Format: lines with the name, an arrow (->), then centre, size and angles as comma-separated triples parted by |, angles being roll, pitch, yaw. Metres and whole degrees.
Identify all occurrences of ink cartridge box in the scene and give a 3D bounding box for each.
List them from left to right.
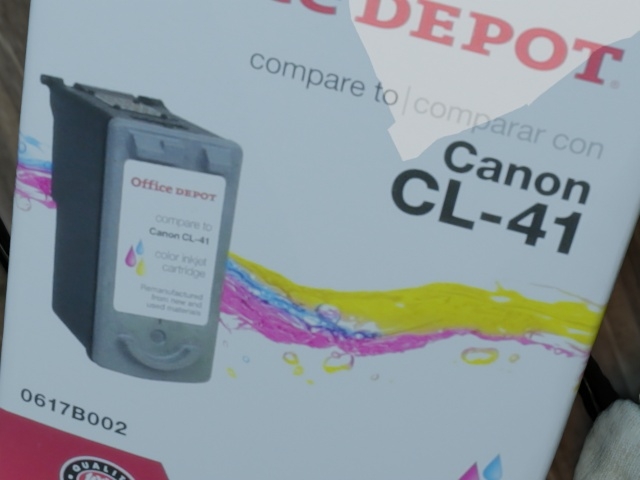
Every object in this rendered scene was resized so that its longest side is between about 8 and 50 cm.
ink cartridge box -> 0.000, 0.000, 0.477 | 0.226, 0.131, 0.306 | 16, 120, 7

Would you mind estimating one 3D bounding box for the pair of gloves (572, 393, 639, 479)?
pair of gloves -> 0.170, 0.154, 0.450 | 0.042, 0.240, 0.204 | -14, 142, -16
